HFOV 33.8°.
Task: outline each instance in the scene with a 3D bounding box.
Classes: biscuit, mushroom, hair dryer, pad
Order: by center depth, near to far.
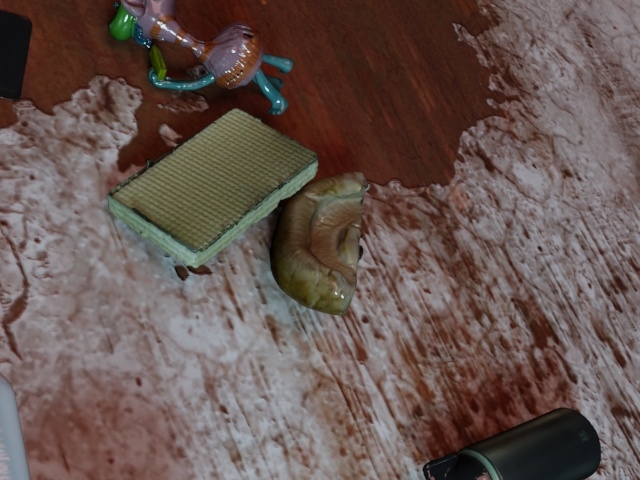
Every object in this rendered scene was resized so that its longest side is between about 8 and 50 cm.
[{"bbox_3d":[0.217,0.304,1.018,0.195,0.078,0.248,-14,74,-36],"label":"hair dryer"},{"bbox_3d":[-0.364,-0.200,1.026,0.157,0.003,0.112,14,54,-24],"label":"pad"},{"bbox_3d":[-0.104,-0.056,1.046,0.121,0.040,0.199,33,47,19],"label":"biscuit"},{"bbox_3d":[-0.001,0.001,1.072,0.094,0.072,0.210,21,38,-12],"label":"mushroom"}]

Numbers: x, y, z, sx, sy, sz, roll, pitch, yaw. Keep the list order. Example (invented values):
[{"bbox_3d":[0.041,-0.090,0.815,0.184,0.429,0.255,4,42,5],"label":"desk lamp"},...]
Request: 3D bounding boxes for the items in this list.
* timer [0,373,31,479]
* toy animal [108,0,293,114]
[{"bbox_3d":[-0.297,0.210,0.666,0.194,0.195,0.192,-2,62,-32],"label":"timer"},{"bbox_3d":[-0.127,-0.198,1.129,0.208,0.100,0.103,24,90,-21],"label":"toy animal"}]
